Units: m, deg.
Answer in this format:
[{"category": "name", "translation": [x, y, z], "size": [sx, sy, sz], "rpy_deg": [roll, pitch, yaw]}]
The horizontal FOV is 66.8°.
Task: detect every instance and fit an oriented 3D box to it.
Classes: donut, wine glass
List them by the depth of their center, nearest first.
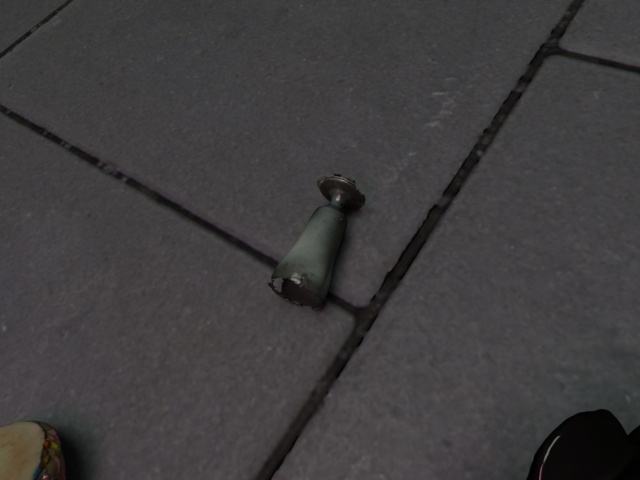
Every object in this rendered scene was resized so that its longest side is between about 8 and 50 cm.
[{"category": "donut", "translation": [-0.305, 0.245, 0.481], "size": [0.108, 0.065, 0.166], "rpy_deg": [-23, 27, -10]}, {"category": "wine glass", "translation": [0.000, 0.000, 0.585], "size": [0.072, 0.072, 0.155], "rpy_deg": [14, 63, 21]}]

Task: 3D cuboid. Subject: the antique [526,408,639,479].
[{"category": "antique", "translation": [0.213, 0.205, 0.297], "size": [0.323, 0.255, 0.185], "rpy_deg": [-19, 59, 4]}]
